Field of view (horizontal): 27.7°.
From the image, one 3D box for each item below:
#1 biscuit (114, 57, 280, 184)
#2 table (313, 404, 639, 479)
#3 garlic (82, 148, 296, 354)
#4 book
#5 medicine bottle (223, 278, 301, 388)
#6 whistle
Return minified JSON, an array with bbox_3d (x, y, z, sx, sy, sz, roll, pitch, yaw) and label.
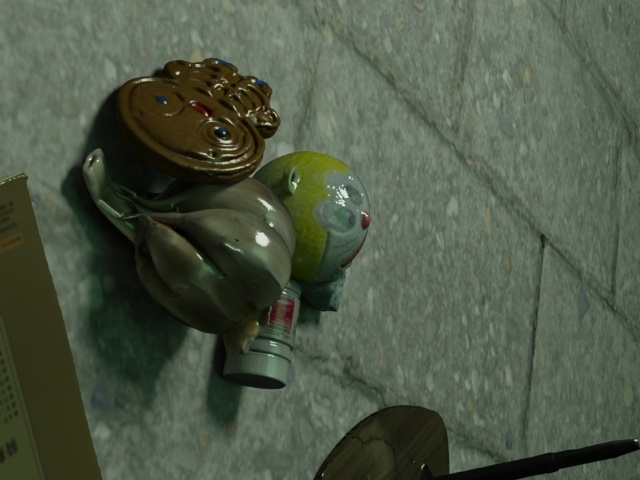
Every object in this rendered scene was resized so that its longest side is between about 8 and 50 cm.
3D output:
[{"bbox_3d":[-0.094,-0.102,1.030,0.026,0.124,0.175,-64,177,34],"label":"biscuit"},{"bbox_3d":[0.181,0.329,1.330,0.317,0.249,0.317,8,80,-60],"label":"table"},{"bbox_3d":[-0.103,-0.012,1.012,0.194,0.127,0.131,42,12,-21],"label":"garlic"},{"bbox_3d":[-0.231,0.131,0.854,0.217,0.021,0.310,-34,117,-57],"label":"book"},{"bbox_3d":[-0.051,0.079,1.135,0.058,0.058,0.091,36,57,-54],"label":"medicine bottle"},{"bbox_3d":[0.000,0.000,1.187,0.223,0.123,0.123,68,32,-56],"label":"whistle"}]
